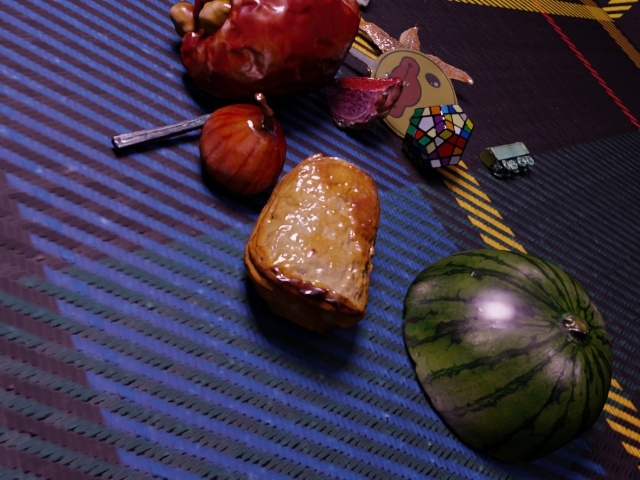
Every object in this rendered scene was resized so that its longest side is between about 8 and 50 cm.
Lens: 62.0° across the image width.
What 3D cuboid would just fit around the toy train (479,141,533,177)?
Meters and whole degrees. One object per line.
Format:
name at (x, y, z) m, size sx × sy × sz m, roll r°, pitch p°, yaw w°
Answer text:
toy train at (0.409, -0.177, 1.163) m, size 0.147 × 0.038 × 0.071 m, roll -16°, pitch 66°, yaw -39°

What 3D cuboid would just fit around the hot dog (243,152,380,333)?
hot dog at (-0.002, 0.003, 0.711) m, size 0.175 × 0.114 × 0.259 m, roll 26°, pitch 46°, yaw -10°

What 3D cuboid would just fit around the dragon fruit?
dragon fruit at (0.078, -0.236, 0.947) m, size 0.147 × 0.096 × 0.102 m, roll 14°, pitch 29°, yaw 33°

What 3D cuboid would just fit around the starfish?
starfish at (0.193, -0.367, 1.143) m, size 0.295 × 0.048 × 0.231 m, roll 24°, pitch 60°, yaw -13°

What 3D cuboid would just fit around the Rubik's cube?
Rubik's cube at (0.216, -0.193, 0.987) m, size 0.111 × 0.133 × 0.133 m, roll -36°, pitch 81°, yaw -11°

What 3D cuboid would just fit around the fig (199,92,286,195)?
fig at (-0.103, -0.141, 0.731) m, size 0.128 × 0.151 × 0.128 m, roll 12°, pitch 25°, yaw -6°

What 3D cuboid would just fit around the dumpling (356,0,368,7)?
dumpling at (0.054, -0.633, 1.191) m, size 0.149 × 0.105 × 0.217 m, roll 45°, pitch -7°, yaw 44°

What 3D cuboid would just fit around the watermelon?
watermelon at (0.299, 0.130, 0.777) m, size 0.330 × 0.189 × 0.331 m, roll 22°, pitch 49°, yaw -27°

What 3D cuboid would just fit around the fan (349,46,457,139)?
fan at (0.157, -0.313, 1.071) m, size 0.334 × 0.011 × 0.230 m, roll 29°, pitch 62°, yaw -15°

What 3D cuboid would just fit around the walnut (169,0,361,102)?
walnut at (-0.084, -0.322, 0.840) m, size 0.268 × 0.243 × 0.222 m, roll -2°, pitch 99°, yaw -42°

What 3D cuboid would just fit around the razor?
razor at (-0.200, -0.155, 0.743) m, size 0.190 × 0.033 × 0.066 m, roll -25°, pitch 75°, yaw -42°
